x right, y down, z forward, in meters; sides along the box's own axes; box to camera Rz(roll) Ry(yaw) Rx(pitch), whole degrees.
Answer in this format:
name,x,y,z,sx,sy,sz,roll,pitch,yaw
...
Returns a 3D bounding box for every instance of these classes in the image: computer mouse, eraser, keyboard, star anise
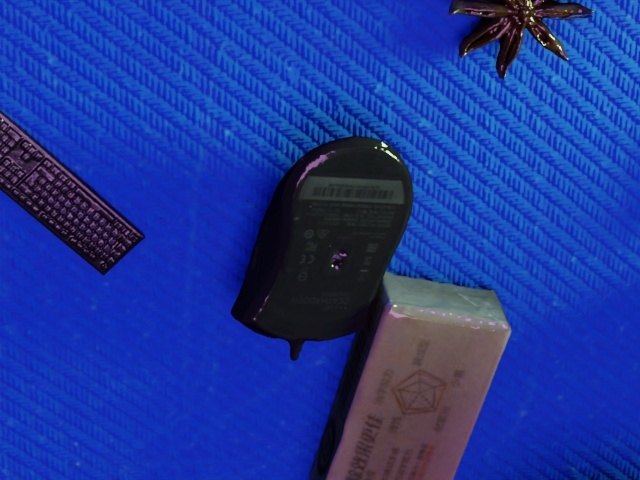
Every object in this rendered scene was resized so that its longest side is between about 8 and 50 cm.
name,x,y,z,sx,sy,sz,roll,pitch,yaw
computer mouse,0.000,0.000,1.548,0.147,0.088,0.264,7,117,-26
eraser,0.083,0.202,1.678,0.144,0.078,0.343,11,118,-13
keyboard,-0.263,-0.044,1.529,0.063,0.010,0.198,-41,117,12
star anise,0.183,-0.218,1.477,0.141,0.042,0.141,-5,121,-9
